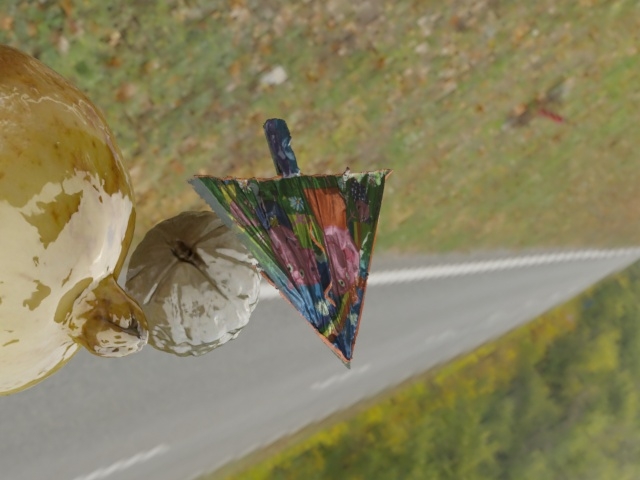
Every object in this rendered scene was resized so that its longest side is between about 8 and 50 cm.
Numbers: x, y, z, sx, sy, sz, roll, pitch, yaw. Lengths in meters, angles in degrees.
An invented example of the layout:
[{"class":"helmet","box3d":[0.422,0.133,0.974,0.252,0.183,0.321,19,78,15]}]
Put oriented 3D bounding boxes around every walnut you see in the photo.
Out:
[{"class":"walnut","box3d":[-0.154,0.058,1.647,0.178,0.178,0.230,-32,166,-9]}]

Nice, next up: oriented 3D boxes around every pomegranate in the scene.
[{"class":"pomegranate","box3d":[-0.348,-0.003,1.383,0.410,0.410,0.410,-33,172,-5]}]

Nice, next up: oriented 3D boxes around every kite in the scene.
[{"class":"kite","box3d":[0.000,0.000,1.196,0.016,0.234,0.321,-22,172,33]}]
